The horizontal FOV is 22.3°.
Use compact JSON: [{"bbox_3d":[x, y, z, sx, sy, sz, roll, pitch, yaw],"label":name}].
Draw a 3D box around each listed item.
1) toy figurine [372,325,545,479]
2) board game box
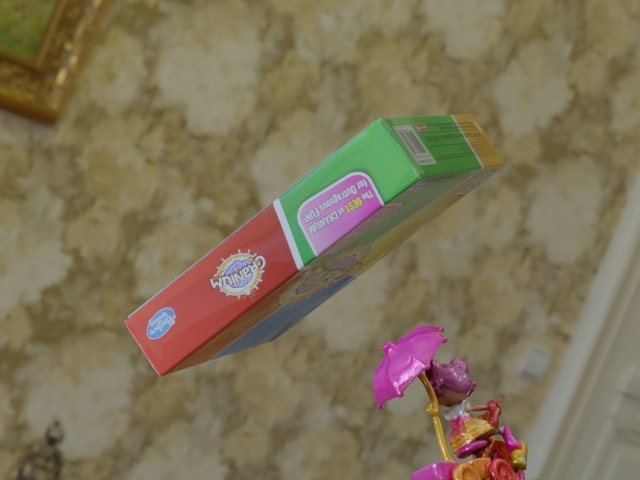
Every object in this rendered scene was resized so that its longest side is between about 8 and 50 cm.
[{"bbox_3d":[0.110,0.146,1.324,0.173,0.159,0.130,2,-27,-47],"label":"toy figurine"},{"bbox_3d":[0.000,0.000,1.516,0.064,0.316,0.242,56,23,10],"label":"board game box"}]
